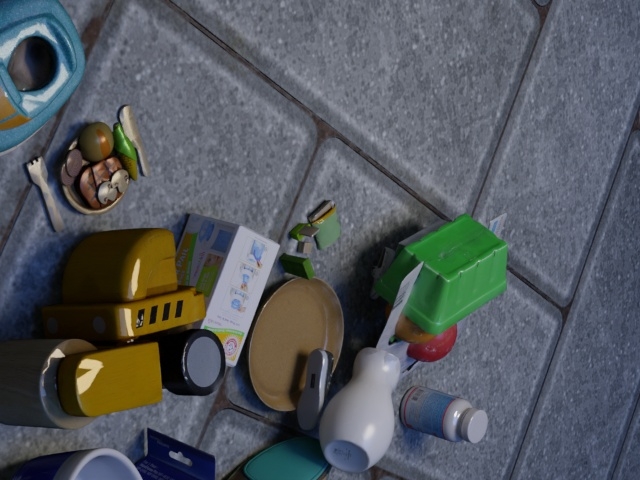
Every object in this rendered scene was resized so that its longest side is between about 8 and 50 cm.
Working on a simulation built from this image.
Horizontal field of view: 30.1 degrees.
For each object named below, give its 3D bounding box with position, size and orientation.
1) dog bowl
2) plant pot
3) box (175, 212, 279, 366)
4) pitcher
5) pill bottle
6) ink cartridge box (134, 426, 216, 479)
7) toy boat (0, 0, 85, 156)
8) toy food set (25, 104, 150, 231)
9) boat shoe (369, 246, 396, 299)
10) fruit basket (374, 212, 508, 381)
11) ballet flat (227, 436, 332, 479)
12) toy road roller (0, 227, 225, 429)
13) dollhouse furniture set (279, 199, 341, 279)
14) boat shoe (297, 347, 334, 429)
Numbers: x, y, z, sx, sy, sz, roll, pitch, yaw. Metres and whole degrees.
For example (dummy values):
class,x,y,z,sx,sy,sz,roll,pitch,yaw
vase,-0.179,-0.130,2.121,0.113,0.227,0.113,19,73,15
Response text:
class,x,y,z,sx,sy,sz,roll,pitch,yaw
dog bowl,-0.334,0.424,1.643,0.265,0.104,0.265,-9,90,-71
plant pot,-0.048,0.174,2.042,0.236,0.032,0.236,-16,112,-45
box,-0.165,0.076,1.821,0.103,0.114,0.203,29,78,-49
pitcher,0.070,0.317,2.076,0.207,0.125,0.178,-66,165,-48
pill bottle,0.241,0.342,2.313,0.087,0.160,0.087,-15,110,-45
ink cartridge box,-0.228,0.465,1.809,0.065,0.165,0.333,-14,109,-45
toy boat,-0.418,-0.248,1.429,0.267,0.148,0.318,-49,132,-28
toy food set,-0.311,-0.099,1.670,0.192,0.038,0.132,-39,126,-36
boat shoe,0.109,0.059,2.195,0.035,0.035,0.100,28,82,-19
fruit basket,0.197,0.128,2.219,0.327,0.165,0.353,-28,152,-40
ballet flat,-0.114,0.441,1.982,0.348,0.123,0.123,-28,120,-47
toy road roller,-0.301,0.111,1.623,0.329,0.202,0.241,-10,95,-52
dollhouse furniture set,0.000,0.000,2.032,0.151,0.058,0.076,-43,129,-33
boat shoe,-0.004,0.258,2.053,0.040,0.049,0.142,12,88,-50
